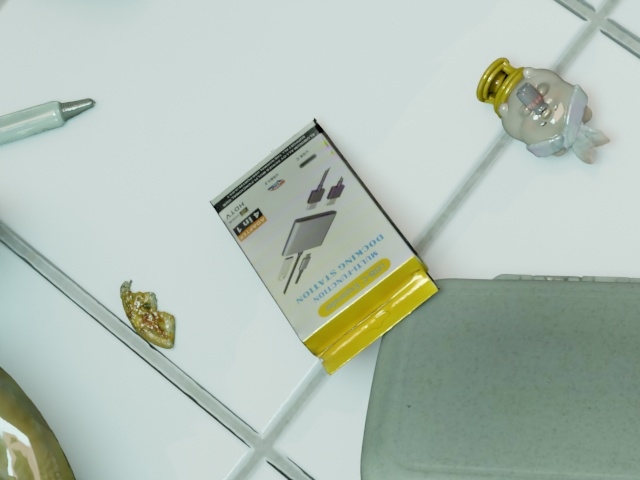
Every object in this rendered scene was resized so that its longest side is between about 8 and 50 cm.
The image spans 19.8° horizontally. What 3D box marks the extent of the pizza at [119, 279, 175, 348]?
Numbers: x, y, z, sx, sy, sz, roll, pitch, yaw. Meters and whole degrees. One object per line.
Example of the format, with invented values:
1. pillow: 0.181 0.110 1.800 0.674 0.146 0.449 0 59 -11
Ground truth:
1. pizza: -0.162 0.069 1.722 0.037 0.016 0.083 -38 71 -4

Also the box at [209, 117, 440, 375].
1. box: 0.000 0.000 1.634 0.129 0.033 0.247 -38 44 2

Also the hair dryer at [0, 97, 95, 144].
1. hair dryer: -0.308 -0.125 1.790 0.183 0.044 0.155 -28 75 1

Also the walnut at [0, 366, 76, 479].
1. walnut: -0.382 0.259 1.563 0.383 0.383 0.384 -3 78 12

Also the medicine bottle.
1. medicine bottle: 0.228 0.150 1.522 0.375 0.123 0.282 2 48 13

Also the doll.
1. doll: 0.199 -0.117 1.644 0.127 0.084 0.073 35 89 24
